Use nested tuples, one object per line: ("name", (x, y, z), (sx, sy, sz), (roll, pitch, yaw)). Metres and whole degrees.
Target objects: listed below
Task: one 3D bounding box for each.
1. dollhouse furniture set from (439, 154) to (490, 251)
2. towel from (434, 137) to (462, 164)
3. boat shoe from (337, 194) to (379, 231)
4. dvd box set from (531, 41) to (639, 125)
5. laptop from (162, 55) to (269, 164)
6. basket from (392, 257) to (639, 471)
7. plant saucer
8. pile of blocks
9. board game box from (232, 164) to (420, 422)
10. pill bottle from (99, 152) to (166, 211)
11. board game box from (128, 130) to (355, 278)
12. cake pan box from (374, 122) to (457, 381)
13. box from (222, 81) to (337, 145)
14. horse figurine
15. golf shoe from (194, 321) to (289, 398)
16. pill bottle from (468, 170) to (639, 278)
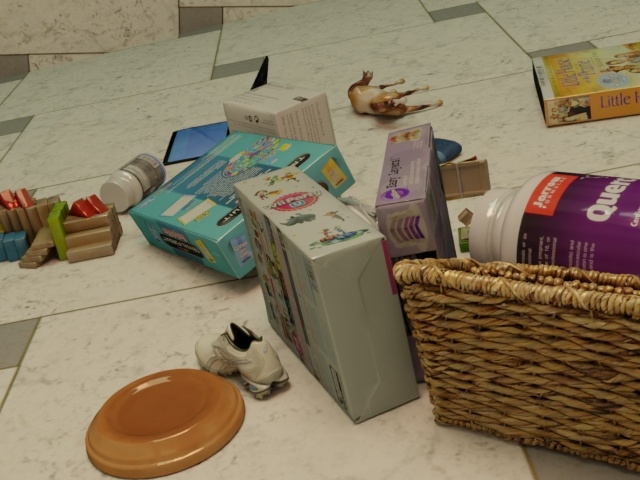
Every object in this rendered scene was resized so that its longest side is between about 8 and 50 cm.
("dollhouse furniture set", (0.220, -0.062, 1.510), (0.076, 0.152, 0.058), (-8, 25, 11))
("towel", (0.206, -0.157, 1.875), (0.067, 0.029, 0.119), (13, 34, 42))
("boat shoe", (0.064, -0.035, 1.643), (0.063, 0.066, 0.184), (-19, 15, -14))
("dvd box set", (0.646, -0.332, 2.018), (0.420, 0.062, 0.308), (-7, 24, 11))
("laptop", (-0.228, -0.292, 2.241), (0.136, 0.264, 0.234), (23, 22, -12))
("basket", (0.264, 0.078, 1.072), (0.299, 0.223, 0.213), (7, 37, 37))
("plant saucer", (-0.193, 0.214, 1.233), (0.200, 0.037, 0.200), (-10, 23, 4))
("pile of blocks", (-0.531, -0.032, 1.841), (0.362, 0.113, 0.149), (-1, 26, 24))
("board game box", (0.000, 0.055, 1.266), (0.097, 0.224, 0.303), (-20, 26, -16))
("pill bottle", (-0.370, -0.113, 1.986), (0.078, 0.078, 0.137), (1, 27, 26))
("board game box", (-0.139, -0.070, 1.677), (0.254, 0.079, 0.336), (-40, 29, -21))
("cake pan box", (0.131, 0.012, 1.276), (0.070, 0.246, 0.267), (-11, 25, 12))
("box", (-0.070, -0.185, 1.877), (0.119, 0.182, 0.181), (-27, 28, -30))
("horse figurine", (0.139, -0.315, 2.214), (0.174, 0.066, 0.263), (-18, 26, -28))
("golf shoe", (-0.109, 0.136, 1.309), (0.069, 0.086, 0.176), (-31, 29, -33))
("pill bottle", (0.353, 0.010, 1.252), (0.323, 0.182, 0.181), (10, 32, 39))
